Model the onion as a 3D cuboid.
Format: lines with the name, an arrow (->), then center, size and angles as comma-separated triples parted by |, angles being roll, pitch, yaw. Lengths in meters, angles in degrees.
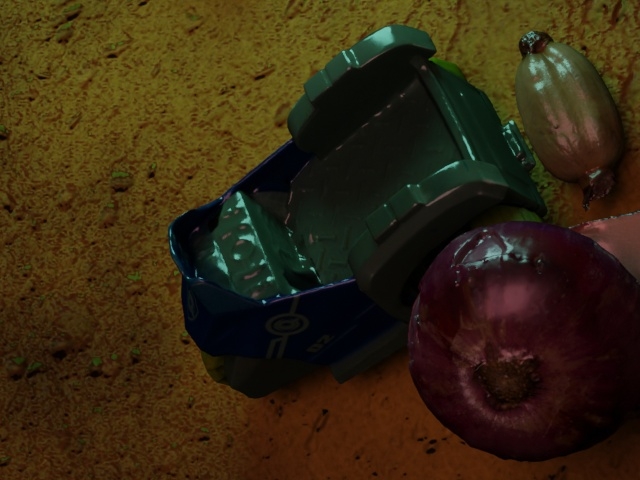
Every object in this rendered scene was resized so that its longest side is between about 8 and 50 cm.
onion -> 0.148, 0.069, 1.300 | 0.177, 0.153, 0.177 | 27, 138, 27

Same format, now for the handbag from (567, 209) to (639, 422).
handbag -> 0.281, 0.051, 1.345 | 0.212, 0.059, 0.157 | -12, 74, 29

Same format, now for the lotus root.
lotus root -> 0.193, -0.093, 1.421 | 0.073, 0.062, 0.150 | -21, 71, 1

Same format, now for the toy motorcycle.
toy motorcycle -> 0.000, 0.000, 1.428 | 0.326, 0.200, 0.191 | -39, 53, 20
